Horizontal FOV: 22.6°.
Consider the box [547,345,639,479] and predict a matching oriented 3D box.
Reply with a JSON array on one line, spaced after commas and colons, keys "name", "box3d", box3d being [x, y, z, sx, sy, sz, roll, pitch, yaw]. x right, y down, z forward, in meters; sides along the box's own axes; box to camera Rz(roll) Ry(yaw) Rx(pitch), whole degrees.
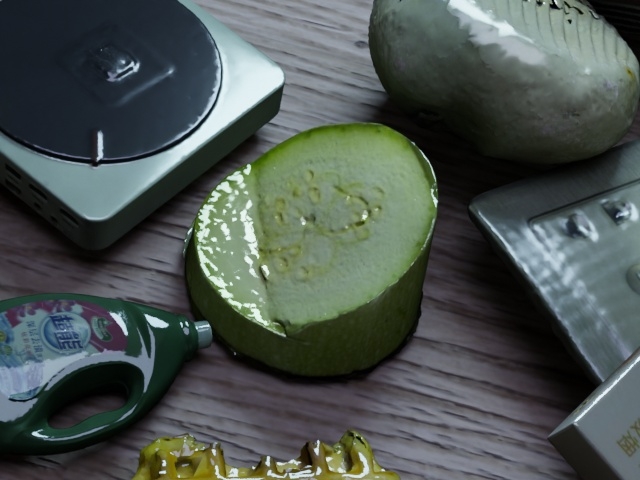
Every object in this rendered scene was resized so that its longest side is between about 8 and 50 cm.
[{"name": "box", "box3d": [0.364, 0.228, 1.246, 0.204, 0.051, 0.365, -38, 85, -33]}]

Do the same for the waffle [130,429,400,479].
[{"name": "waffle", "box3d": [-0.041, 0.242, 1.216, 0.291, 0.051, 0.291, 6, 54, -9]}]

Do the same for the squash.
[{"name": "squash", "box3d": [-0.012, 0.005, 1.363, 0.220, 0.133, 0.220, 2, 55, -3]}]

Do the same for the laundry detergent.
[{"name": "laundry detergent", "box3d": [-0.187, 0.102, 1.290, 0.211, 0.063, 0.137, -8, 57, -19]}]

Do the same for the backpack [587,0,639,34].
[{"name": "backpack", "box3d": [0.332, -0.294, 1.534, 0.317, 0.283, 0.197, 26, 73, 22]}]

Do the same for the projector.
[{"name": "projector", "box3d": [-0.206, -0.137, 1.456, 0.257, 0.079, 0.259, 37, 55, 18]}]

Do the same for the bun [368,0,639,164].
[{"name": "bun", "box3d": [0.164, -0.163, 1.478, 0.273, 0.168, 0.273, 20, 25, -9]}]

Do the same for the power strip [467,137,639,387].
[{"name": "power strip", "box3d": [0.287, 0.036, 1.412, 0.251, 0.092, 0.257, -21, 59, -21]}]
